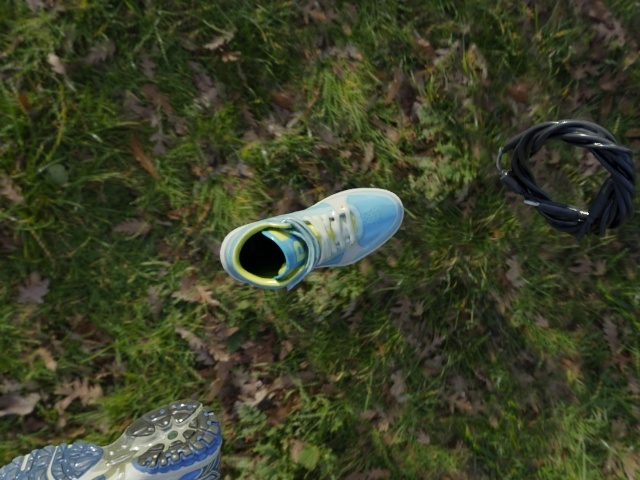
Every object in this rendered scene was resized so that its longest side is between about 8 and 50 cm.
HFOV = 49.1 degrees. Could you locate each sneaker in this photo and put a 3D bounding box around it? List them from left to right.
[{"bbox_3d":[-0.114,0.138,0.374,0.135,0.052,0.058,-16,126,-11],"label":"sneaker"},{"bbox_3d":[0.000,0.000,1.104,0.319,0.208,0.127,-20,95,-6],"label":"sneaker"}]

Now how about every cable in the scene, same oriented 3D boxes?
[{"bbox_3d":[0.274,-0.064,0.774,0.047,0.184,0.150,-36,92,-19],"label":"cable"}]
